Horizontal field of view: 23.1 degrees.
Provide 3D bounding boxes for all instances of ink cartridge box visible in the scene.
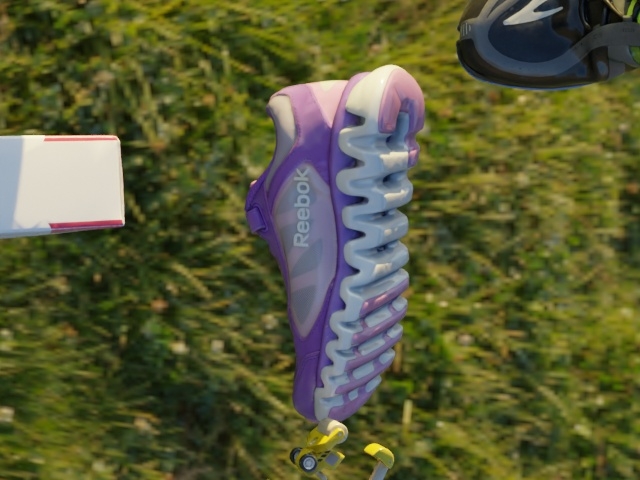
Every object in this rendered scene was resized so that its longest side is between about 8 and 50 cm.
[{"bbox_3d":[-0.344,-0.051,1.638,0.172,0.237,0.100,-4,90,-42],"label":"ink cartridge box"}]

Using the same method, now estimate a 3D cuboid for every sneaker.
[{"bbox_3d":[0.146,-0.102,0.658,0.078,0.188,0.067,-11,97,-69],"label":"sneaker"},{"bbox_3d":[0.000,0.000,1.020,0.095,0.104,0.236,-12,110,-66],"label":"sneaker"}]

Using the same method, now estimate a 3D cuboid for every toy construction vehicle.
[{"bbox_3d":[-0.007,0.156,0.946,0.098,0.086,0.035,-46,108,-15],"label":"toy construction vehicle"}]
